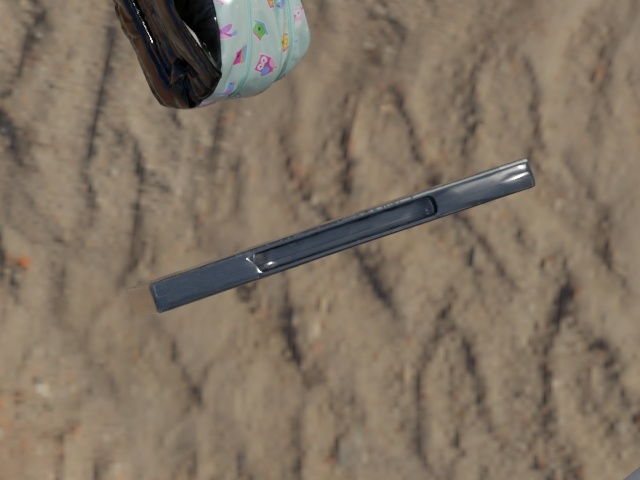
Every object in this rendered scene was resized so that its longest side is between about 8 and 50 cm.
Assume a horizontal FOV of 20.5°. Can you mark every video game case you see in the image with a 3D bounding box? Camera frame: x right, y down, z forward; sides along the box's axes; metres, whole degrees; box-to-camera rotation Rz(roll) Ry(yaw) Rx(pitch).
[{"bbox_3d":[0.000,0.000,1.279,0.274,0.196,0.026,-19,91,-11],"label":"video game case"}]

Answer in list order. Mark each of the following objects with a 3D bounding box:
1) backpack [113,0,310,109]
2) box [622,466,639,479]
[{"bbox_3d":[-0.087,-0.189,1.287,0.152,0.115,0.182,-18,91,60],"label":"backpack"},{"bbox_3d":[0.286,0.325,1.166,0.215,0.345,0.168,-42,27,18],"label":"box"}]
